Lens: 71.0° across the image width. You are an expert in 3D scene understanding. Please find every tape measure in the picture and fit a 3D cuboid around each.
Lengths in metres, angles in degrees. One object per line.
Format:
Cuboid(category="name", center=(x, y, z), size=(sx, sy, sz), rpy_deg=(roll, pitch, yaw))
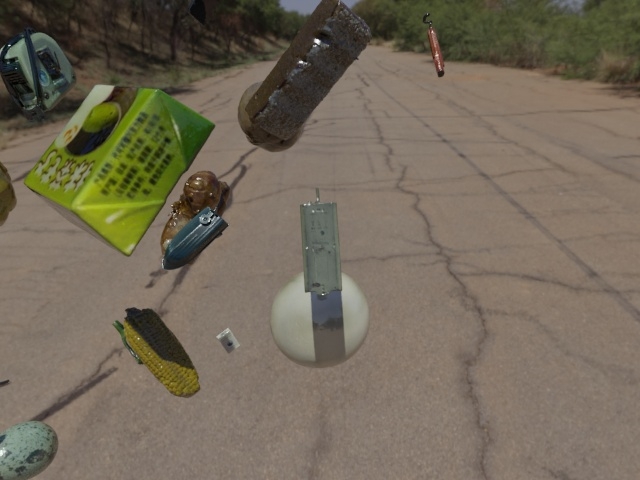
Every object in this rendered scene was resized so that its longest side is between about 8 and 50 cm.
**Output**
Cuboid(category="tape measure", center=(-0.853, -0.508, 1.345), size=(0.115, 0.207, 0.235), rpy_deg=(-4, 44, 11))

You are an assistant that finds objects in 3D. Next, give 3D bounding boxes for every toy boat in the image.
Cuboid(category="toy boat", center=(-0.395, 0.001, 1.396), size=(0.093, 0.103, 0.246), rpy_deg=(39, 73, 17))

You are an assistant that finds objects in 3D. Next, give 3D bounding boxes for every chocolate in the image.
Cuboid(category="chocolate", center=(-0.391, -0.153, 0.851), size=(0.301, 0.137, 0.288), rpy_deg=(18, 74, 41))

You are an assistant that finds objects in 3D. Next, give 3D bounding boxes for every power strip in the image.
Cuboid(category="power strip", center=(0.000, 0.000, 1.093), size=(0.092, 0.268, 0.034), rpy_deg=(-4, -8, 3))

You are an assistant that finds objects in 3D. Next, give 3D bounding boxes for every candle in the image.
Cuboid(category="candle", center=(0.249, -0.428, 0.983), size=(0.021, 0.167, 0.026), rpy_deg=(-23, -27, 37))

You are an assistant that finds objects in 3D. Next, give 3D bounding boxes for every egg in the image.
Cuboid(category="egg", center=(-0.717, 0.506, 1.073), size=(0.132, 0.132, 0.172), rpy_deg=(4, -6, 15))

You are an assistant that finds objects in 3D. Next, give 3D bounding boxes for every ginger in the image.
Cuboid(category="ginger", center=(-0.509, -0.095, 1.773), size=(0.176, 0.418, 0.254), rpy_deg=(27, -11, 15))

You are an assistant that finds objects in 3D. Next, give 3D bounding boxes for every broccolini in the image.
Cuboid(category="broccolini", center=(-0.662, 0.362, 1.597), size=(0.068, 0.202, 0.091), rpy_deg=(-29, 15, 47))

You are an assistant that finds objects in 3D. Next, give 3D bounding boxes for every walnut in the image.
Cuboid(category="walnut", center=(-0.177, -0.434, 1.591), size=(0.248, 0.248, 0.248), rpy_deg=(-2, 24, 1))

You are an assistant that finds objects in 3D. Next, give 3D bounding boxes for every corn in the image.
Cuboid(category="corn", center=(-0.377, 0.261, 1.063), size=(0.261, 0.097, 0.097), rpy_deg=(50, 41, 6))

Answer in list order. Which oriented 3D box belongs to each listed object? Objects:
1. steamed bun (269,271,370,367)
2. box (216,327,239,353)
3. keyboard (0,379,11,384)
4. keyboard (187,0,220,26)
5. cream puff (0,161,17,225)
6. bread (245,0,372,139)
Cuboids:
Cuboid(category="steamed bun", center=(-0.001, 0.247, 1.409), size=(0.324, 0.324, 0.206), rpy_deg=(-3, 8, 0))
Cuboid(category="box", center=(-0.341, 0.372, 1.661), size=(0.054, 0.083, 0.024), rpy_deg=(-37, 31, -23))
Cuboid(category="keyboard", center=(-1.007, 0.455, 1.415), size=(0.053, 0.010, 0.155), rpy_deg=(-14, -10, -34))
Cuboid(category="keyboard", center=(-0.337, -0.768, 1.387), size=(0.015, 0.196, 0.074), rpy_deg=(30, -1, 37))
Cuboid(category="cream puff", center=(-1.175, -0.172, 1.458), size=(0.324, 0.291, 0.257), rpy_deg=(32, -10, -29))
Cuboid(category="bread", center=(-0.040, -0.482, 1.297), size=(0.165, 0.416, 0.113), rpy_deg=(14, 39, -46))
